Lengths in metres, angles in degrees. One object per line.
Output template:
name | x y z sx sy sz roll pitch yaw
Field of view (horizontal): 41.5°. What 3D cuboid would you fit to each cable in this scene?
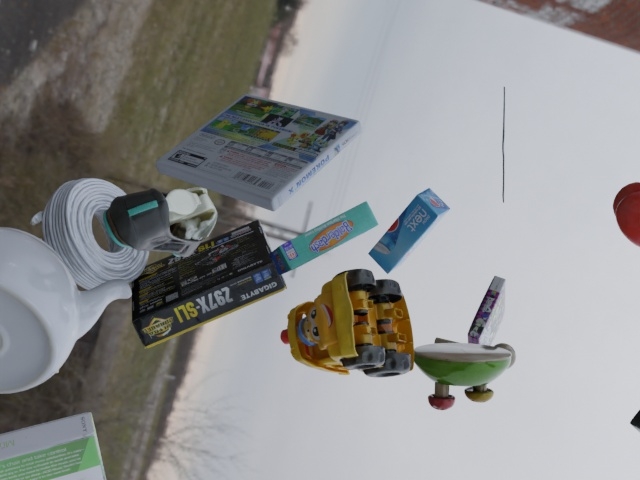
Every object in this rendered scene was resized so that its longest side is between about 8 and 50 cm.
cable | -0.484 -0.016 1.837 0.089 0.257 0.257 -20 -149 30

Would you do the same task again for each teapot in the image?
teapot | -0.444 0.071 1.158 0.252 0.256 0.187 -25 -149 19

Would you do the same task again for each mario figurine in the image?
mario figurine | 0.679 -0.067 1.664 0.170 0.320 0.198 -12 -99 51

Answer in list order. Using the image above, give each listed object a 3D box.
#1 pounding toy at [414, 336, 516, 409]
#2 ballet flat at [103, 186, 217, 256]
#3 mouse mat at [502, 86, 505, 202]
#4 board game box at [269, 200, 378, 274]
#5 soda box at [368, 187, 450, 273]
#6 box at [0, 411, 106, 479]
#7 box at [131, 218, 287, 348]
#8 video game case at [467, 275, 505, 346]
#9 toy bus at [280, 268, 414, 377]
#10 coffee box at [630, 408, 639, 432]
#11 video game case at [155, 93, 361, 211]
pounding toy | 0.272 0.258 1.598 0.237 0.183 0.110 -5 96 -68
ballet flat | -0.196 -0.027 1.150 0.095 0.096 0.280 64 8 2
mouse mat | 0.362 -0.187 1.667 0.190 0.007 0.153 77 18 -49
board game box | 0.000 0.000 1.422 0.047 0.160 0.210 63 -8 1
soda box | 0.203 -0.020 1.950 0.067 0.071 0.210 -27 160 -52
box | -0.454 0.425 1.344 0.058 0.232 0.322 -121 -154 -47
box | -0.250 0.086 1.832 0.257 0.322 0.079 -121 -171 -67
video game case | 0.493 0.249 2.497 0.210 0.041 0.232 -60 155 -26
toy bus | 0.020 0.144 1.336 0.220 0.211 0.149 26 55 -58
coffee box | 0.602 0.353 1.369 0.040 0.184 0.113 -49 -167 -6
video game case | -0.130 -0.195 1.765 0.300 0.329 0.036 -45 138 -34
